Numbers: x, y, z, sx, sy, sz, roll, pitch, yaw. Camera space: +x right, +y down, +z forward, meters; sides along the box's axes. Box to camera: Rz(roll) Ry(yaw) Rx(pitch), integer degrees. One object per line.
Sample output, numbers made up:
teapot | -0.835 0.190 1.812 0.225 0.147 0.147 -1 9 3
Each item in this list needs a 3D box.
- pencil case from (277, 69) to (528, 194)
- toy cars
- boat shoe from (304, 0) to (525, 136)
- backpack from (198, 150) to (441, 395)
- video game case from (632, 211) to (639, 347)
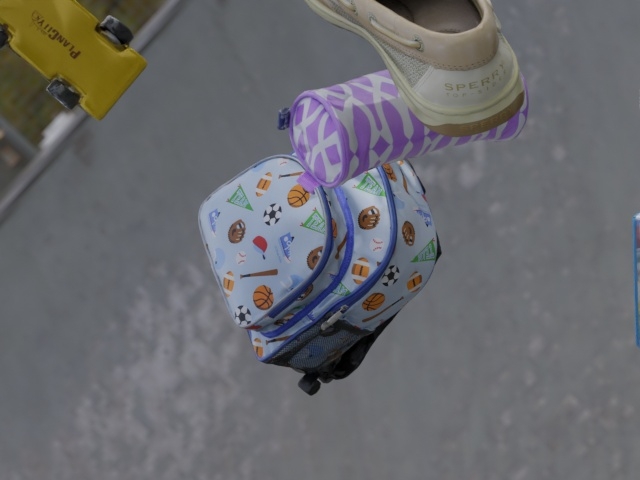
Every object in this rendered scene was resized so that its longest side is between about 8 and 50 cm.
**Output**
pencil case | 0.073 -0.098 1.485 0.206 0.086 0.088 -16 -53 -27
toy cars | -0.373 -0.203 1.836 0.087 0.394 0.176 142 127 -83
boat shoe | 0.049 -0.197 1.305 0.109 0.302 0.098 -25 -43 -8
backpack | 0.000 0.000 2.177 0.263 0.276 0.213 -33 -26 19
video game case | 0.325 0.044 1.420 0.166 0.119 0.015 10 29 31
